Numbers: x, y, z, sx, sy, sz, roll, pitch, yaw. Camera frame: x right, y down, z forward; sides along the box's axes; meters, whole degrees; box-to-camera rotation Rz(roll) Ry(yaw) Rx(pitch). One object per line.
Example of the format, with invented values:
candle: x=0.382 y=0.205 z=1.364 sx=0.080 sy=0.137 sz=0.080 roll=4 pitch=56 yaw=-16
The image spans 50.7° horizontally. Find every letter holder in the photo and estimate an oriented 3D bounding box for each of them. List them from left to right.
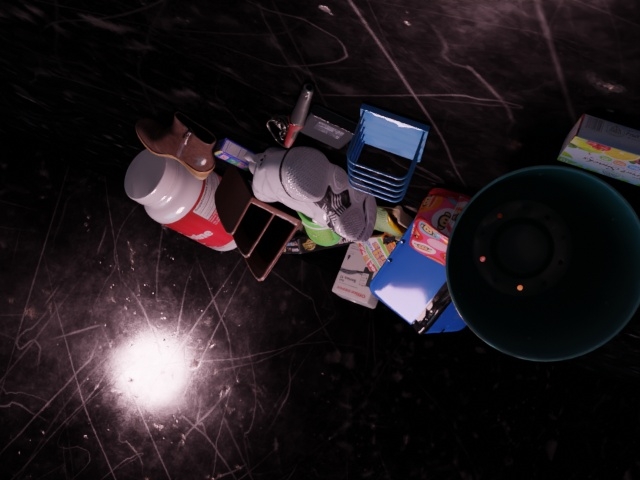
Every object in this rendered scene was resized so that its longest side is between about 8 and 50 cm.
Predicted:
letter holder: x=-0.200 y=-0.054 z=1.823 sx=0.152 sy=0.214 sz=0.302 roll=26 pitch=-165 yaw=-26

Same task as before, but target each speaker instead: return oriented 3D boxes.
speaker: x=0.007 y=-0.066 z=1.882 sx=0.131 sy=0.131 sz=0.296 roll=20 pitch=172 yaw=9

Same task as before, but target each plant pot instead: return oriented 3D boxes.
plant pot: x=0.349 y=0.024 z=1.112 sx=0.293 sy=0.293 sz=0.235 roll=21 pitch=-171 yaw=6

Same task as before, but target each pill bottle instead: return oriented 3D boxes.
pill bottle: x=-0.410 y=-0.132 z=2.153 sx=0.229 sy=0.229 sz=0.408 roll=15 pitch=169 yaw=38

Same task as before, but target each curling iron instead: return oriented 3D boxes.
curling iron: x=-0.053 y=-0.229 z=1.246 sx=0.068 sy=0.035 sz=0.274 roll=49 pitch=166 yaw=-4

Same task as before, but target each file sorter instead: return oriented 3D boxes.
file sorter: x=0.111 y=-0.145 z=1.182 sx=0.118 sy=0.104 sz=0.170 roll=21 pitch=172 yaw=7

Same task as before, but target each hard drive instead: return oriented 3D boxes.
hard drive: x=0.014 y=-0.212 z=1.280 sx=0.094 sy=0.022 sz=0.135 roll=23 pitch=171 yaw=-10

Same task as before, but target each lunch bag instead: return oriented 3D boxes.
lunch bag: x=0.341 y=0.015 z=1.472 sx=0.293 sy=0.120 sz=0.258 roll=25 pitch=164 yaw=9

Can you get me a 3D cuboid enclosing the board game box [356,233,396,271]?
board game box: x=0.192 y=0.041 z=2.181 sx=0.124 sy=0.039 sz=0.259 roll=64 pitch=161 yaw=-6

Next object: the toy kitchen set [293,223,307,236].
toy kitchen set: x=-0.111 y=-0.097 z=2.142 sx=0.207 sy=0.122 sz=0.166 roll=-9 pitch=155 yaw=32

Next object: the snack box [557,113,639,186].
snack box: x=0.397 y=-0.114 z=0.890 sx=0.141 sy=0.037 sz=0.100 roll=20 pitch=173 yaw=10

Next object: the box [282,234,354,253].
box: x=0.000 y=0.000 z=2.207 sx=0.220 sy=0.051 sz=0.175 roll=-11 pitch=-176 yaw=-22

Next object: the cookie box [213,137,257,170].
cookie box: x=-0.218 y=-0.221 z=1.746 sx=0.107 sy=0.040 sz=0.092 roll=26 pitch=172 yaw=-23

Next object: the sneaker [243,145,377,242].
sneaker: x=-0.022 y=-0.117 z=1.621 sx=0.210 sy=0.137 sz=0.366 roll=16 pitch=165 yaw=42

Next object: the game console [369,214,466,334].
game console: x=0.316 y=0.084 z=1.733 sx=0.250 sy=0.293 sz=0.173 roll=2 pitch=-137 yaw=-38

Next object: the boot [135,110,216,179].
boot: x=-0.365 y=-0.274 z=1.715 sx=0.248 sy=0.090 sz=0.207 roll=37 pitch=154 yaw=4

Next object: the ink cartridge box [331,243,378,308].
ink cartridge box: x=0.152 y=0.116 z=2.384 sx=0.153 sy=0.208 sz=0.087 roll=16 pitch=170 yaw=30

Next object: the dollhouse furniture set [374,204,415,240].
dollhouse furniture set: x=0.212 y=0.022 z=1.826 sx=0.301 sy=0.151 sz=0.198 roll=28 pitch=169 yaw=-39

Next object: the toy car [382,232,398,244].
toy car: x=0.193 y=-0.035 z=1.980 sx=0.122 sy=0.060 sz=0.040 roll=56 pitch=-167 yaw=-46
